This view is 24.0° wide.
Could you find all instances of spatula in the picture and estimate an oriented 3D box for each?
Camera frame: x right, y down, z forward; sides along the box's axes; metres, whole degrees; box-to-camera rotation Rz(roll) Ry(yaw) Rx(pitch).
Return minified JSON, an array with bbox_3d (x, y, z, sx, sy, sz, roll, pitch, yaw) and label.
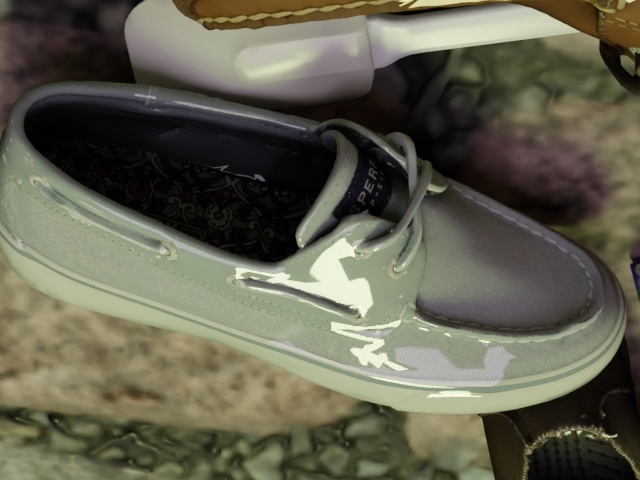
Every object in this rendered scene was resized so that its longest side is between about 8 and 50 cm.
[{"bbox_3d":[0.046,-0.118,0.469,0.242,0.019,0.168,-8,126,4],"label":"spatula"}]

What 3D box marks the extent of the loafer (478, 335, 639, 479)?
[{"bbox_3d":[0.106,0.121,0.606,0.080,0.078,0.220,-16,125,14],"label":"loafer"}]

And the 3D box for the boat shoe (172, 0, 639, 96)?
[{"bbox_3d":[0.106,-0.083,0.407,0.307,0.110,0.104,-10,115,5],"label":"boat shoe"}]

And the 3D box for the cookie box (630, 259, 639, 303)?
[{"bbox_3d":[0.171,0.026,0.525,0.107,0.092,0.040,-26,125,19],"label":"cookie box"}]

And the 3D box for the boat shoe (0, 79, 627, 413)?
[{"bbox_3d":[0.000,-0.001,0.507,0.228,0.079,0.081,13,150,-4],"label":"boat shoe"}]
